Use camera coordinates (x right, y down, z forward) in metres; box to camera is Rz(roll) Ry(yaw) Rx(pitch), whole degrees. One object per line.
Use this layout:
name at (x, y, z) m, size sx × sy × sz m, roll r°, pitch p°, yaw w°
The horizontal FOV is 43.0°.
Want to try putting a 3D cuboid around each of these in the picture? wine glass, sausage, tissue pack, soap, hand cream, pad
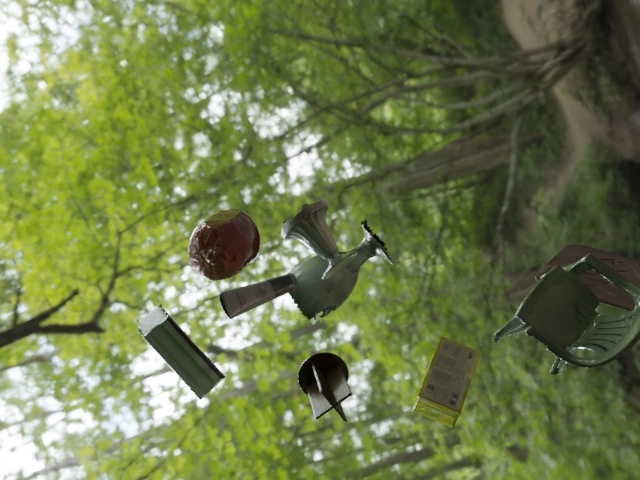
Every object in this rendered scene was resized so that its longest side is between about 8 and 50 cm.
wine glass at (0.000, 0.000, 2.323) m, size 0.196 × 0.165 × 0.165 m, roll 52°, pitch -163°, yaw 8°
sausage at (-0.216, 0.005, 1.834) m, size 0.148 × 0.148 × 0.254 m, roll 62°, pitch -164°, yaw -13°
tissue pack at (0.270, 0.300, 1.732) m, size 0.062 × 0.095 × 0.176 m, roll 100°, pitch -166°, yaw -45°
soap at (-0.375, 0.295, 2.163) m, size 0.261 × 0.094 × 0.150 m, roll 52°, pitch 170°, yaw -22°
hand cream at (-0.175, 0.152, 2.319) m, size 0.255 × 0.048 × 0.079 m, roll -18°, pitch -103°, yaw -38°
wine glass at (0.048, 0.101, 2.497) m, size 0.190 × 0.357 × 0.190 m, roll 51°, pitch -179°, yaw -1°
pad at (0.712, 0.089, 2.015) m, size 0.284 × 0.286 × 0.018 m, roll -30°, pitch -49°, yaw -49°

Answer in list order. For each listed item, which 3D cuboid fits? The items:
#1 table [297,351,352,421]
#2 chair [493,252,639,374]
table at (0.025, 0.469, 2.536) m, size 0.167 × 0.167 × 0.226 m, roll 60°, pitch 180°, yaw -17°
chair at (0.485, 0.152, 1.561) m, size 0.190 × 0.203 × 0.274 m, roll 40°, pitch 168°, yaw 12°
